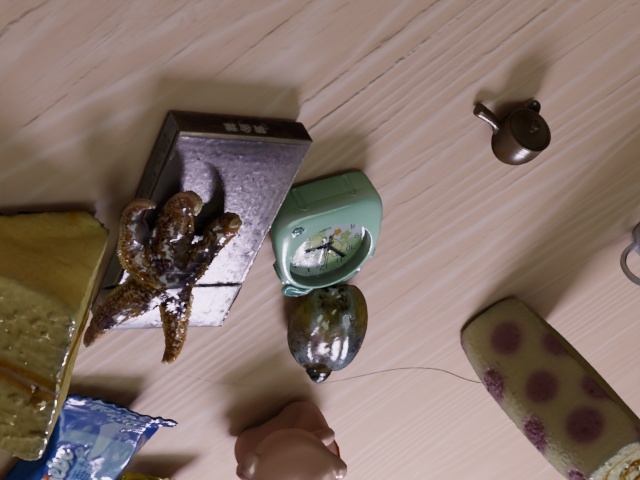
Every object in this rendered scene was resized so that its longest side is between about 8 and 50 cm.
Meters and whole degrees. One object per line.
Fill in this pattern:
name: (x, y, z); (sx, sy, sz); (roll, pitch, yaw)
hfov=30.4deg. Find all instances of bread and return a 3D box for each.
bread: (0.373, 0.253, 1.861); (0.155, 0.338, 0.187); (-45, 141, 9)
bread: (-0.391, 0.076, 1.371); (0.236, 0.198, 0.263); (18, 124, -6)

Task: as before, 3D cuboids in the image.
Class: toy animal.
toy animal: (-0.043, 0.341, 1.833); (0.171, 0.171, 0.198); (-28, -177, -2)

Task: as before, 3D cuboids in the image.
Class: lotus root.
lotus root: (0.007, 0.134, 1.687); (0.113, 0.088, 0.192); (-1, 138, -10)

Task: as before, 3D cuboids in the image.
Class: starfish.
starfish: (-0.188, 0.045, 1.389); (0.216, 0.071, 0.238); (-18, 125, -14)

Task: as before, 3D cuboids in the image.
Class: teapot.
teapot: (0.245, -0.151, 1.550); (0.110, 0.085, 0.080); (24, 148, -15)

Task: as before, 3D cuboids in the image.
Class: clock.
clock: (0.000, 0.001, 1.549); (0.148, 0.060, 0.188); (-16, 142, -18)

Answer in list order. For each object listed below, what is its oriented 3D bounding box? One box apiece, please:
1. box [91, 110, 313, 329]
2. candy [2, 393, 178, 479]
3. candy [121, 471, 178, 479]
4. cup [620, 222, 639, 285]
box: (-0.151, -0.014, 1.445); (0.180, 0.047, 0.324); (1, 133, -33)
candy: (-0.365, 0.341, 1.697); (0.187, 0.077, 0.331); (18, 122, -36)
candy: (-0.308, 0.470, 1.874); (0.187, 0.081, 0.297); (15, 125, -41)
cup: (0.559, 0.033, 1.891); (0.136, 0.133, 0.099); (-38, 139, 10)
